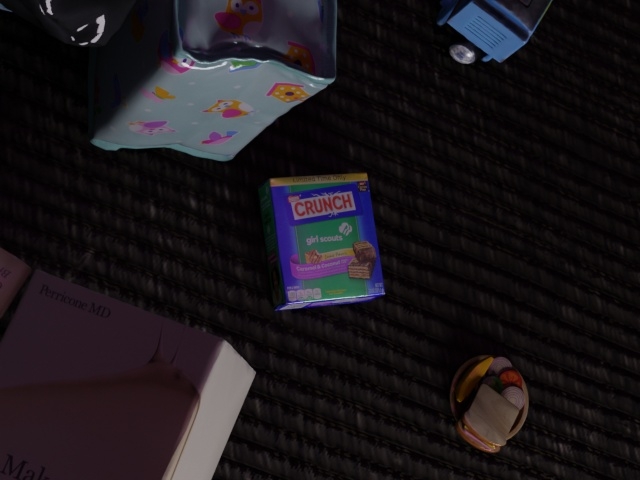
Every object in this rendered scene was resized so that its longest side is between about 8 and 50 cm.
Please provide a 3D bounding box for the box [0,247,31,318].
[{"bbox_3d":[-0.350,0.118,0.952,0.148,0.121,0.311,33,69,-13],"label":"box"}]

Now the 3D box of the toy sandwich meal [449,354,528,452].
[{"bbox_3d":[0.149,0.139,1.190,0.085,0.029,0.086,4,77,-20],"label":"toy sandwich meal"}]

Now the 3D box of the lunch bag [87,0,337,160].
[{"bbox_3d":[-0.092,-0.219,1.066,0.160,0.223,0.262,4,76,-26],"label":"lunch bag"}]

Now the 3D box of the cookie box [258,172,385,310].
[{"bbox_3d":[0.000,0.000,1.156,0.091,0.040,0.107,-5,80,-21],"label":"cookie box"}]

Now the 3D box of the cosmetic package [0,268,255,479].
[{"bbox_3d":[-0.182,0.196,0.962,0.160,0.113,0.309,18,77,14],"label":"cosmetic package"}]

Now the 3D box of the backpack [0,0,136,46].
[{"bbox_3d":[-0.273,-0.318,0.904,0.273,0.355,0.290,27,85,-57],"label":"backpack"}]

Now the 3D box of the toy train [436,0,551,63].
[{"bbox_3d":[0.177,-0.240,1.239,0.080,0.105,0.184,37,69,-11],"label":"toy train"}]
